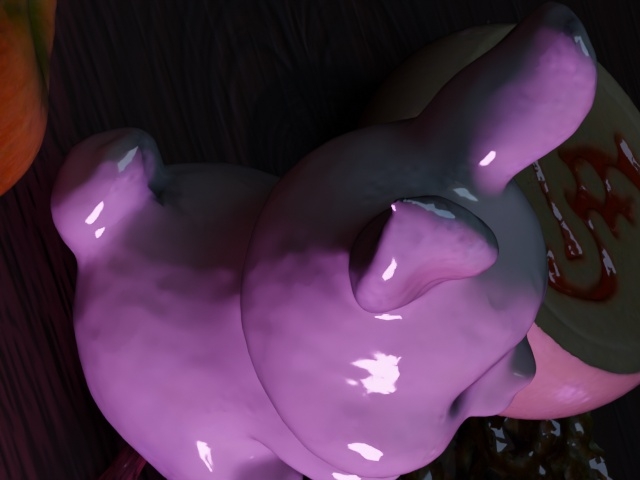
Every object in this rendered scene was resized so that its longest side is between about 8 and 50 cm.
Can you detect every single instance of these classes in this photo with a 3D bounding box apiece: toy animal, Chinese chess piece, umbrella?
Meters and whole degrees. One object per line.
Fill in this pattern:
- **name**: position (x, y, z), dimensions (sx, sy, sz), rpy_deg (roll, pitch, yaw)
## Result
- **toy animal**: position (0.005, 0.007, 1.066), dimensions (0.241, 0.367, 0.196), rpy_deg (44, 56, -19)
- **Chinese chess piece**: position (0.135, -0.015, 1.319), dimensions (0.273, 0.102, 0.273), rpy_deg (25, 53, -39)
- **umbrella**: position (-0.122, 0.148, 1.163), dimensions (0.025, 0.027, 0.165), rpy_deg (45, 57, -23)

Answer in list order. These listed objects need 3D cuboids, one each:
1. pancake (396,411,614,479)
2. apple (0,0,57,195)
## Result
- **pancake**: position (0.148, 0.242, 1.342), dimensions (0.305, 0.067, 0.427), rpy_deg (-27, 97, -41)
- **apple**: position (-0.226, -0.128, 1.023), dimensions (0.173, 0.210, 0.235), rpy_deg (0, 69, -3)
